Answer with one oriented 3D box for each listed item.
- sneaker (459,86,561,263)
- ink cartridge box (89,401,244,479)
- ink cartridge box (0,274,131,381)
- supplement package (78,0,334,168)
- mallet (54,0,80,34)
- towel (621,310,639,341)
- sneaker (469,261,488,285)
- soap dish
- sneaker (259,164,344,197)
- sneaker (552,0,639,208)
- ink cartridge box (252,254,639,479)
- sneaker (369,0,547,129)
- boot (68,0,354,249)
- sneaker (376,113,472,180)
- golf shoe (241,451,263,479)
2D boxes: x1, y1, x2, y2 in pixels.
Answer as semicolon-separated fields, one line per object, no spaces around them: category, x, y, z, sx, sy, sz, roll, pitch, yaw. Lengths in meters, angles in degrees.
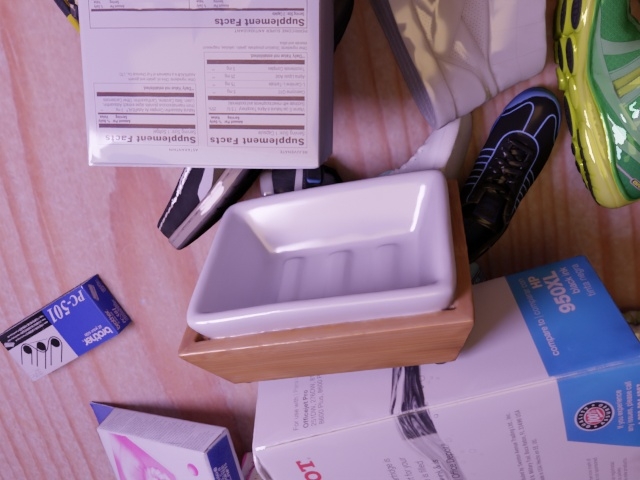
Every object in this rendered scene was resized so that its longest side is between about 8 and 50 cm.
sneaker;0.218;-0.069;0.719;0.081;0.090;0.232;25;114;3
ink cartridge box;-0.244;0.433;0.970;0.330;0.071;0.324;-3;110;33
ink cartridge box;-0.416;0.144;0.968;0.207;0.046;0.097;-29;103;21
supplement package;-0.089;-0.205;0.554;0.198;0.199;0.263;1;101;4
mallet;-0.319;-0.289;0.792;0.039;0.062;0.190;-34;85;21
towel;0.571;0.225;0.756;0.374;0.090;0.320;-8;105;15
sneaker;0.098;0.100;0.814;0.283;0.110;0.122;-17;99;9
soap dish;0.015;0.040;0.654;0.291;0.229;0.118;-9;127;15
sneaker;0.000;0.000;0.802;0.121;0.079;0.217;-10;114;7
sneaker;0.331;-0.182;0.652;0.123;0.109;0.295;-15;114;11
ink cartridge box;0.153;0.216;0.706;0.395;0.166;0.285;-16;126;9
sneaker;0.141;-0.289;0.647;0.169;0.108;0.292;-26;107;3
boot;-0.169;-0.204;0.729;0.284;0.138;0.377;34;110;-3
sneaker;0.116;-0.075;0.756;0.094;0.080;0.212;29;112;24
golf shoe;-0.048;0.380;0.941;0.306;0.115;0.140;-35;96;21
